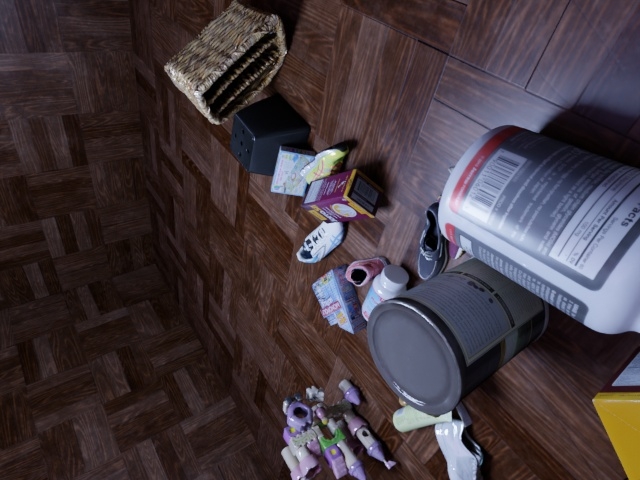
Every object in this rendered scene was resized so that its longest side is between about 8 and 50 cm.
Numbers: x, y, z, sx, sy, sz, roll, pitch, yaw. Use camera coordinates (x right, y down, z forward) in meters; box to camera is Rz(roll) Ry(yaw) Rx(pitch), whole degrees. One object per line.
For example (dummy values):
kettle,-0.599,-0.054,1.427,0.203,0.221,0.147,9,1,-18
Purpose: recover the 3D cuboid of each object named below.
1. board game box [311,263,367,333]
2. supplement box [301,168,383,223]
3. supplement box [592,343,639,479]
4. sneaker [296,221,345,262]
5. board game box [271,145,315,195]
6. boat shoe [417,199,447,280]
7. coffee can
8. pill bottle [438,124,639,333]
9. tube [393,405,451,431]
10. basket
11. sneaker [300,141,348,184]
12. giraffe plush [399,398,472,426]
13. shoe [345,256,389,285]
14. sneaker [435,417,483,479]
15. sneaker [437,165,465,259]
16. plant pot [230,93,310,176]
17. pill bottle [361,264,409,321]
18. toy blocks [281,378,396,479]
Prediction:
board game box,0.054,0.198,1.250,0.194,0.060,0.194,-42,70,54
supplement box,0.052,-0.107,1.034,0.188,0.104,0.081,-5,59,53
supplement box,0.494,0.250,0.519,0.129,0.194,0.191,-31,80,56
sneaker,0.000,0.000,1.208,0.085,0.086,0.237,60,144,19
board game box,-0.084,-0.204,1.211,0.154,0.103,0.026,112,159,-44
boat shoe,0.237,0.007,0.887,0.075,0.065,0.206,38,134,40
coffee can,0.253,0.157,0.747,0.201,0.275,0.202,30,130,45
pill bottle,0.368,-0.005,0.564,0.363,0.210,0.210,40,136,38
tube,0.272,0.448,1.056,0.070,0.062,0.240,59,145,22
basket,-0.225,-0.459,1.112,0.223,0.299,0.213,41,175,36
sneaker,0.025,-0.192,1.095,0.094,0.081,0.208,61,152,0
giraffe plush,0.253,0.308,0.933,0.170,0.181,0.210,133,131,-66
shoe,0.103,0.089,1.105,0.178,0.081,0.064,-25,85,56
sneaker,0.358,0.537,0.975,0.094,0.080,0.212,-32,78,44
sneaker,0.270,-0.055,0.798,0.083,0.069,0.186,23,117,30
plant pot,-0.166,-0.305,1.223,0.188,0.167,0.187,52,142,28
pill bottle,0.166,0.139,1.034,0.087,0.087,0.160,48,140,31
toy blocks,0.052,0.642,1.270,0.260,0.288,0.309,41,135,46
